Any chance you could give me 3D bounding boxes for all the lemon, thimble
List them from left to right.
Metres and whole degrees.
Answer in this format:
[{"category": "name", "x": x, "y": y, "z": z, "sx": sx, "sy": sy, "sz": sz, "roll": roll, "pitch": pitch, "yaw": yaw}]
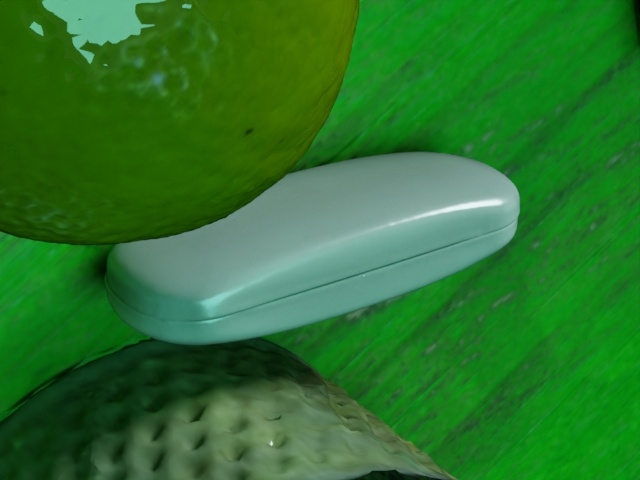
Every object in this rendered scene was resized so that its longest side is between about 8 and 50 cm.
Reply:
[{"category": "lemon", "x": -0.077, "y": -0.088, "z": 0.504, "sx": 0.248, "sy": 0.184, "sz": 0.184, "roll": 32, "pitch": 92, "yaw": -42}, {"category": "thimble", "x": -0.047, "y": 0.184, "z": 0.690, "sx": 0.270, "sy": 0.150, "sz": 0.271, "roll": -18, "pitch": 123, "yaw": -30}]

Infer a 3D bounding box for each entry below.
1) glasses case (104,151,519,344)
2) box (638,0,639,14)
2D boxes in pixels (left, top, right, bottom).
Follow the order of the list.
[{"category": "glasses case", "x": 0.000, "y": 0.000, "z": 0.677, "sx": 0.197, "sy": 0.076, "sz": 0.049, "roll": -17, "pitch": 121, "yaw": -30}, {"category": "box", "x": 0.264, "y": -0.207, "z": 0.769, "sx": 0.259, "sy": 0.071, "sz": 0.168, "roll": -33, "pitch": 129, "yaw": -20}]
